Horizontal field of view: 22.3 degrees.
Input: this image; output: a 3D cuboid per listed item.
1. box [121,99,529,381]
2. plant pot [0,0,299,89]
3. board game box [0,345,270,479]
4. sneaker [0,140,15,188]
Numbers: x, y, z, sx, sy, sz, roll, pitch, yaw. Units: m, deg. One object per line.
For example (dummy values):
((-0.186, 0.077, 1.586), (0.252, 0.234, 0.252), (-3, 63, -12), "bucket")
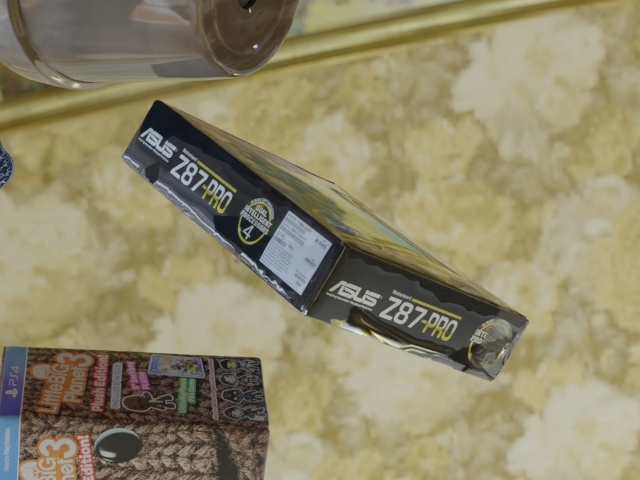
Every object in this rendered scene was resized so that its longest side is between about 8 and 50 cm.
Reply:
((0.000, 0.000, 1.822), (0.318, 0.097, 0.395), (26, -172, -43), "box")
((-0.187, -0.306, 1.827), (0.280, 0.323, 0.323), (18, -142, 32), "plant pot")
((-0.215, 0.256, 1.796), (0.291, 0.232, 0.141), (3, -153, -8), "board game box")
((-0.382, -0.138, 1.646), (0.081, 0.232, 0.090), (-35, -120, -16), "sneaker")
